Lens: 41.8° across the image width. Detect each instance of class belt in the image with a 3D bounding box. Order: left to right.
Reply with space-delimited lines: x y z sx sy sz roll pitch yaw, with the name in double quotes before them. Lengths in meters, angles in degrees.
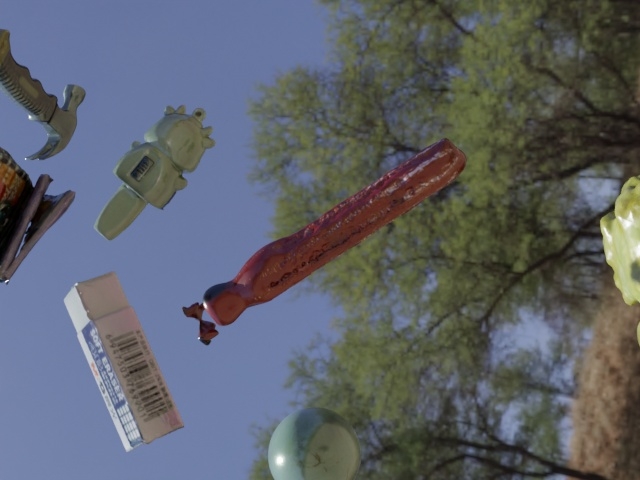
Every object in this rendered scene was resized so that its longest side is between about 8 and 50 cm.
"belt" -0.449 -0.066 0.954 0.207 0.294 0.161 45 -120 -49

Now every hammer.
"hammer" -0.457 -0.231 1.315 0.226 0.041 0.159 62 -143 -58

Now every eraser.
"eraser" -0.331 0.202 1.404 0.086 0.130 0.287 -21 -97 -30

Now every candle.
"candle" 0.000 0.000 0.836 0.048 0.329 0.051 62 -167 22

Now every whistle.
"whistle" -0.253 -0.103 1.268 0.244 0.110 0.092 -52 -9 -1

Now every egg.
"egg" -0.010 0.384 1.505 0.231 0.167 0.168 80 -157 -75

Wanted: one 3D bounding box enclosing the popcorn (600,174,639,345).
"popcorn" 0.484 0.027 1.001 0.235 0.250 0.242 172 90 -81
